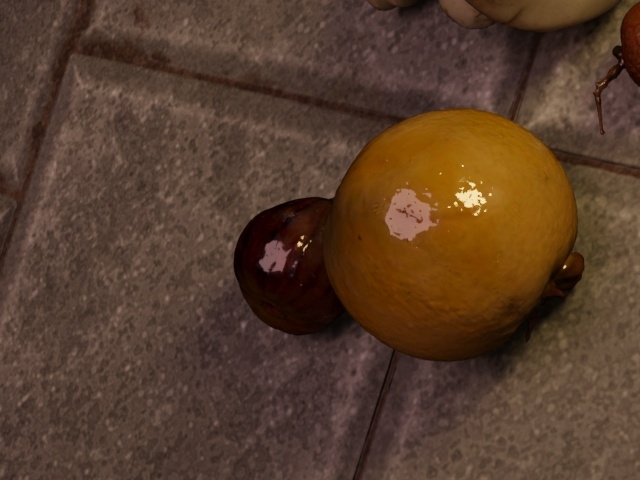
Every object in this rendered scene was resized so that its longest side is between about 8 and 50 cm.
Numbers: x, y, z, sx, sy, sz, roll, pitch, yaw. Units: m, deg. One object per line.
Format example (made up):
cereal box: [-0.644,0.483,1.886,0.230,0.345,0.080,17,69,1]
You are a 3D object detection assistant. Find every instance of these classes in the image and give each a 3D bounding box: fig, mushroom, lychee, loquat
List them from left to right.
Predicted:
fig: [-0.024,0.010,1.967,0.148,0.149,0.202,8,92,24]
loquat: [0.144,-0.005,1.768,0.275,0.275,0.274,-13,69,38]
mushroom: [0.206,-0.324,1.816,0.260,0.254,0.234,44,138,-1]
lychee: [0.341,-0.194,1.731,0.140,0.101,0.114,-13,64,0]

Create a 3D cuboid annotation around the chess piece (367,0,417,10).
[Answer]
chess piece: [0.138,-0.319,1.976,0.171,0.094,0.094,2,79,33]
